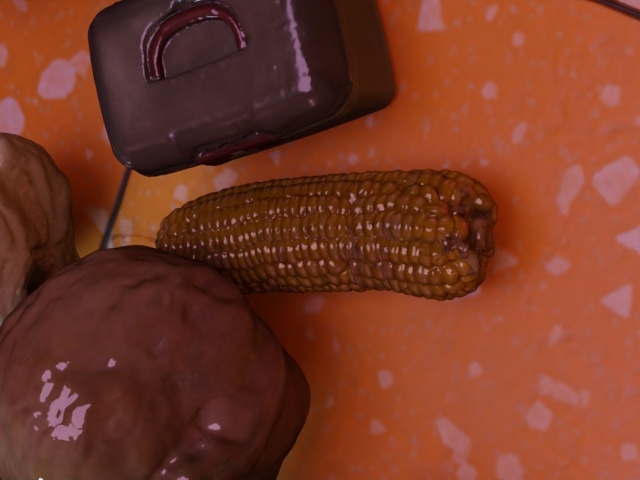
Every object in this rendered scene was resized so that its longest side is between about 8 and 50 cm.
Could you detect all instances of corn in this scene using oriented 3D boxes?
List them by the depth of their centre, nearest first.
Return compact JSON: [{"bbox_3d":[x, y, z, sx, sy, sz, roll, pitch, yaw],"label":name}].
[{"bbox_3d":[0.000,0.000,1.485,0.291,0.101,0.101,-5,89,33],"label":"corn"}]

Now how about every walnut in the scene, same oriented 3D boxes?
[{"bbox_3d":[-0.138,0.129,1.473,0.248,0.248,0.248,1,92,30],"label":"walnut"}]

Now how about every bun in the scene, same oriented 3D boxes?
[{"bbox_3d":[-0.262,0.021,1.568,0.134,0.220,0.220,26,104,21],"label":"bun"}]

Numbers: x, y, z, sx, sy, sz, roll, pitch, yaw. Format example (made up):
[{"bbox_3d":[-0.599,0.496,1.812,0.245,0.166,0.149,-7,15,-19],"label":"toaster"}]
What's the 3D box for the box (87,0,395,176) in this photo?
[{"bbox_3d":[-0.060,-0.135,1.494,0.210,0.129,0.148,-17,84,30],"label":"box"}]
